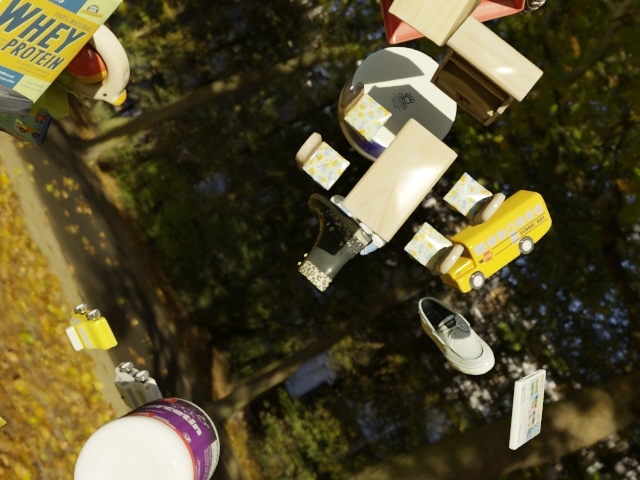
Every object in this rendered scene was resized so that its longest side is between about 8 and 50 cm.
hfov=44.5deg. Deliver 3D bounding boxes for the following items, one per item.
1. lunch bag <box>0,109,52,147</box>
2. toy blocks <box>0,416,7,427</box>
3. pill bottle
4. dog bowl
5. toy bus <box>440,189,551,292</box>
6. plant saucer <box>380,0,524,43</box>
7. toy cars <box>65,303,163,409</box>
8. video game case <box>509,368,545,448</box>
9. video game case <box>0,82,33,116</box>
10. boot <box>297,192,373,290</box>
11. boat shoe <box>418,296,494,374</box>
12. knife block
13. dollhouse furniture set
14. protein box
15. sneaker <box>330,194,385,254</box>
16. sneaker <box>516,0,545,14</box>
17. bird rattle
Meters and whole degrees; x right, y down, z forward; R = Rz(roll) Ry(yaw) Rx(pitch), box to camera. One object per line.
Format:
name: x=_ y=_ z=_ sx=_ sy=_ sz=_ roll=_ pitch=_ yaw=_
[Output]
lunch bag: x=-0.695 y=-0.340 z=1.739 sx=0.220 sy=0.293 sz=0.138 roll=25 pitch=38 yaw=-17
toy blocks: x=-0.564 y=0.330 z=1.014 sx=0.381 sy=0.190 sz=0.261 roll=105 pitch=-5 yaw=-64
pill bottle: x=-0.273 y=0.364 z=1.308 sx=0.182 sy=0.181 sz=0.323 roll=61 pitch=1 yaw=5
dog bowl: x=0.181 y=-0.314 z=1.844 sx=0.265 sy=0.264 sz=0.104 roll=61 pitch=-17 yaw=3
toy bus: x=0.470 y=0.004 z=2.134 sx=0.130 sy=0.332 sz=0.108 roll=63 pitch=-16 yaw=-21
plant saucer: x=0.227 y=-0.452 z=1.354 sx=0.258 sy=0.258 sz=0.048 roll=56 pitch=22 yaw=-72
toy cars: x=-0.527 y=0.300 z=1.942 sx=0.393 sy=0.087 sz=0.177 roll=45 pitch=-31 yaw=22
video game case: x=0.479 y=0.389 z=1.809 sx=0.019 sy=0.143 sz=0.157 roll=9 pitch=-81 yaw=37
video game case: x=-0.458 y=-0.207 z=0.808 sx=0.274 sy=0.026 sz=0.196 roll=28 pitch=6 yaw=-2
boot: x=0.000 y=0.000 z=1.875 sx=0.085 sy=0.179 sz=0.236 roll=40 pitch=1 yaw=-44
boat shoe: x=0.264 y=0.187 z=1.586 sx=0.227 sy=0.079 sz=0.081 roll=44 pitch=-14 yaw=55
knife block: x=0.213 y=-0.416 z=0.990 sx=0.088 sy=0.276 sz=0.242 roll=36 pitch=-20 yaw=10
dollhouse furniture set: x=0.207 y=-0.189 z=1.493 sx=0.362 sy=0.394 sz=0.256 roll=39 pitch=-3 yaw=2
protein box: x=-0.396 y=-0.320 z=0.990 sx=0.136 sy=0.201 sz=0.200 roll=14 pitch=39 yaw=-58
sneaker: x=0.094 y=-0.040 z=2.204 sx=0.211 sy=0.081 sz=0.080 roll=47 pitch=14 yaw=-20
sneaker: x=0.484 y=-0.531 z=1.551 sx=0.281 sy=0.162 sz=0.107 roll=-171 pitch=-114 yaw=-78
bird rattle: x=-0.409 y=-0.324 z=1.298 sx=0.206 sy=0.143 sz=0.254 roll=21 pitch=-46 yaw=6
